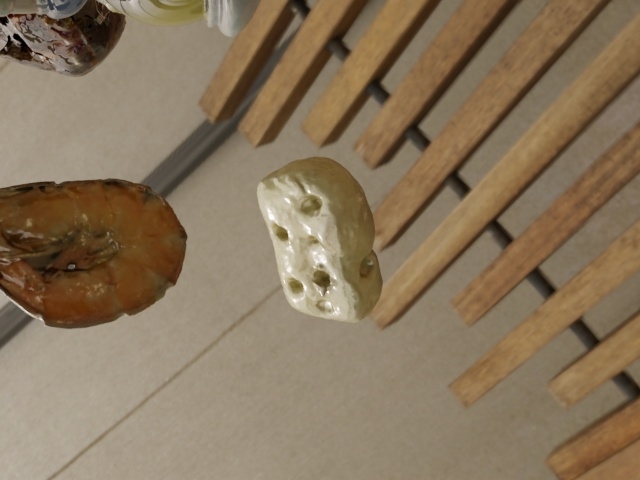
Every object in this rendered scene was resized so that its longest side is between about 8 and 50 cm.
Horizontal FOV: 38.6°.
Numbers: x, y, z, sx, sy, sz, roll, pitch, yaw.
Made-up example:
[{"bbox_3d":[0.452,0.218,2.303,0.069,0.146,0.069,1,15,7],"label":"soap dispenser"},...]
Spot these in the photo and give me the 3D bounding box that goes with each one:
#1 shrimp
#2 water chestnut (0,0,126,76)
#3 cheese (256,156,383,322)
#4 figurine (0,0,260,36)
[{"bbox_3d":[-0.293,0.014,0.929,0.316,0.062,0.164,-1,-119,-14],"label":"shrimp"},{"bbox_3d":[-0.474,-0.391,1.477,0.300,0.300,0.300,19,-135,-21],"label":"water chestnut"},{"bbox_3d":[-0.001,0.001,1.325,0.159,0.263,0.093,10,-142,31],"label":"cheese"},{"bbox_3d":[-0.206,-0.285,0.968,0.381,0.225,0.205,-31,-115,-27],"label":"figurine"}]
